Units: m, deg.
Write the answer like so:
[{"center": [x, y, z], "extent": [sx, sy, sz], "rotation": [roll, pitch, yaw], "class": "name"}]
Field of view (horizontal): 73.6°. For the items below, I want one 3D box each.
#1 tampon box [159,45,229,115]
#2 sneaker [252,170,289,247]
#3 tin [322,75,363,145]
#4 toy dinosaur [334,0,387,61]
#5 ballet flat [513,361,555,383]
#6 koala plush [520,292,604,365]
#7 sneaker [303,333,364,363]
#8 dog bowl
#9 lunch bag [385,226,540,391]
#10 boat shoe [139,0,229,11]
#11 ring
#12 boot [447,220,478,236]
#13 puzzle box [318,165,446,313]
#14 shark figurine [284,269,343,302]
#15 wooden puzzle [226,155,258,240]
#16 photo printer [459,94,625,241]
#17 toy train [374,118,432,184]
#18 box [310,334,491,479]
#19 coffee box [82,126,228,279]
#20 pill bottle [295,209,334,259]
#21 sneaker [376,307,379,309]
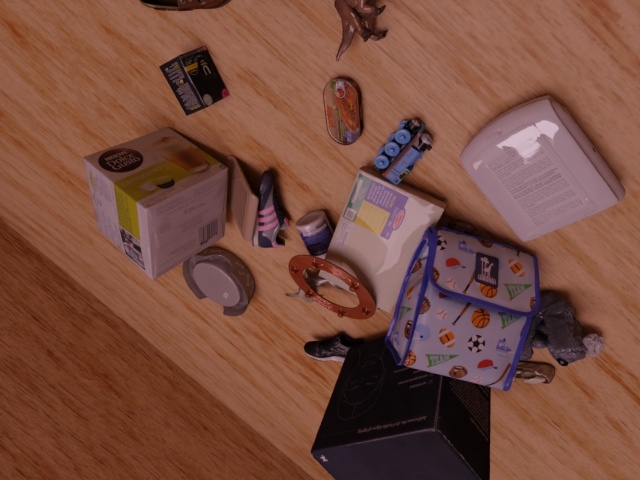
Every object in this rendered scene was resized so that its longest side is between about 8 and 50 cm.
[{"center": [-0.385, -0.491, 1.321], "extent": [0.102, 0.120, 0.160], "rotation": [-6, 121, 36], "class": "tampon box"}, {"center": [-0.168, -0.104, 1.530], "extent": [0.131, 0.112, 0.318], "rotation": [9, 131, -4], "class": "sneaker"}, {"center": [0.065, -0.362, 1.201], "extent": [0.106, 0.040, 0.189], "rotation": [9, 128, 22], "class": "tin"}, {"center": [0.079, -0.571, 0.970], "extent": [0.200, 0.127, 0.295], "rotation": [43, 148, 6], "class": "toy dinosaur"}, {"center": [0.673, 0.445, 1.443], "extent": [0.206, 0.067, 0.073], "rotation": [-9, 120, 37], "class": "ballet flat"}, {"center": [0.699, 0.279, 1.245], "extent": [0.221, 0.203, 0.196], "rotation": [33, 149, -25], "class": "koala plush"}, {"center": [0.062, 0.442, 1.822], "extent": [0.284, 0.107, 0.124], "rotation": [4, 117, 21], "class": "sneaker"}, {"center": [-0.446, 0.179, 1.916], "extent": [0.349, 0.102, 0.348], "rotation": [18, 133, 20], "class": "dog bowl"}, {"center": [0.396, 0.179, 1.191], "extent": [0.328, 0.239, 0.385], "rotation": [16, 95, -6], "class": "lunch bag"}, {"center": [-0.363, -0.677, 1.167], "extent": [0.308, 0.104, 0.110], "rotation": [4, 126, 30], "class": "boat shoe"}, {"center": [0.029, 0.169, 1.445], "extent": [0.337, 0.032, 0.336], "rotation": [25, 149, 16], "class": "ring"}, {"center": [0.405, -0.009, 1.269], "extent": [0.087, 0.042, 0.118], "rotation": [24, 142, 3], "class": "boot"}, {"center": [0.177, 0.006, 1.323], "extent": [0.272, 0.052, 0.408], "rotation": [28, 122, 13], "class": "puzzle box"}, {"center": [-0.031, 0.151, 1.639], "extent": [0.166, 0.116, 0.278], "rotation": [13, 150, -23], "class": "shark figurine"}, {"center": [-0.281, -0.150, 1.529], "extent": [0.238, 0.044, 0.220], "rotation": [56, 145, 32], "class": "wooden puzzle"}, {"center": [0.509, -0.169, 1.022], "extent": [0.307, 0.107, 0.256], "rotation": [47, 135, -9], "class": "photo printer"}, {"center": [0.226, -0.243, 1.169], "extent": [0.105, 0.080, 0.184], "rotation": [33, 134, -8], "class": "toy train"}, {"center": [0.289, 0.567, 1.453], "extent": [0.480, 0.471, 0.297], "rotation": [-30, 105, 34], "class": "box"}, {"center": [-0.571, -0.143, 1.528], "extent": [0.334, 0.338, 0.338], "rotation": [36, 137, 20], "class": "coffee box"}, {"center": [0.000, 0.000, 1.479], "extent": [0.112, 0.112, 0.186], "rotation": [-8, 119, 36], "class": "pill bottle"}, {"center": [0.180, 0.107, 1.474], "extent": [0.115, 0.105, 0.281], "rotation": [10, 118, 34], "class": "sneaker"}]
